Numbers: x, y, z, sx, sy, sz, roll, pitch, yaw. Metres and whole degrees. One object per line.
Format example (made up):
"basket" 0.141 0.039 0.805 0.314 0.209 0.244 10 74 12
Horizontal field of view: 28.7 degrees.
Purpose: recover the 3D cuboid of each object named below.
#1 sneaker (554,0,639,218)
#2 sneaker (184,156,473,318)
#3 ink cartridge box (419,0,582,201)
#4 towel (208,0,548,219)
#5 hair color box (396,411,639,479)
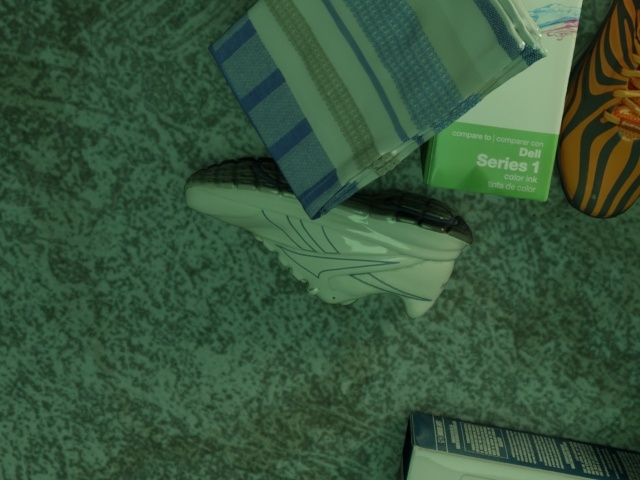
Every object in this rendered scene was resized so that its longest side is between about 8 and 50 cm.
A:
"sneaker" 0.307 -0.162 1.177 0.125 0.180 0.321 13 105 0
"sneaker" 0.000 0.000 1.277 0.297 0.111 0.129 17 111 -1
"ink cartridge box" 0.169 -0.197 1.163 0.117 0.201 0.278 8 105 1
"towel" 0.038 -0.171 1.096 0.285 0.034 0.209 -36 79 32
"hair color box" 0.251 0.309 1.342 0.347 0.105 0.173 11 105 0
